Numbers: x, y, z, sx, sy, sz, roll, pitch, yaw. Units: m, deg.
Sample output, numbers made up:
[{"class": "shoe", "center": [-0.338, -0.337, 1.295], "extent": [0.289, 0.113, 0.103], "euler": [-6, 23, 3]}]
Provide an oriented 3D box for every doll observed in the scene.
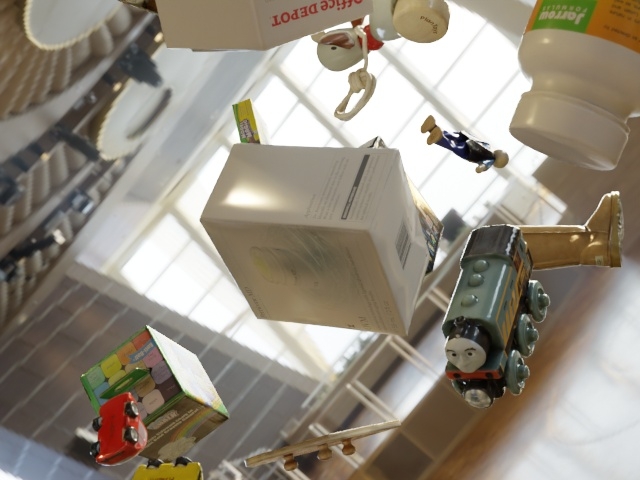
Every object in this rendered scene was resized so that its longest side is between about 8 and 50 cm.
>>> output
[{"class": "doll", "center": [0.277, -0.171, 1.656], "extent": [0.046, 0.189, 0.129], "euler": [-53, 36, 30]}]

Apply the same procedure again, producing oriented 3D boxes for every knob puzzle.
[{"class": "knob puzzle", "center": [-0.014, 0.281, 1.165], "extent": [0.213, 0.030, 0.213], "euler": [-14, -14, -4]}]

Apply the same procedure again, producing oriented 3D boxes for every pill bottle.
[{"class": "pill bottle", "center": [0.259, -0.195, 0.794], "extent": [0.136, 0.136, 0.245], "euler": [50, -118, -87]}]

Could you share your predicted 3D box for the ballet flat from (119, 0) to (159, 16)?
[{"class": "ballet flat", "center": [-0.329, -0.534, 1.943], "extent": [0.123, 0.348, 0.123], "euler": [21, -90, -77]}]

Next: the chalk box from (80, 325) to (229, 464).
[{"class": "chalk box", "center": [-0.254, 0.226, 1.310], "extent": [0.132, 0.132, 0.213], "euler": [-36, -30, 1]}]

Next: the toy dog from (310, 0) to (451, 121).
[{"class": "toy dog", "center": [0.073, -0.360, 1.355], "extent": [0.334, 0.161, 0.220], "euler": [-39, 33, 37]}]

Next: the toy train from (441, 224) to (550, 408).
[{"class": "toy train", "center": [0.295, 0.126, 1.543], "extent": [0.142, 0.190, 0.334], "euler": [-6, 36, 33]}]

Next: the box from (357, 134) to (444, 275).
[{"class": "box", "center": [0.131, -0.059, 1.557], "extent": [0.051, 0.220, 0.175], "euler": [-29, 17, 26]}]

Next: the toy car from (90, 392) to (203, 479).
[{"class": "toy car", "center": [-0.256, 0.316, 1.059], "extent": [0.225, 0.053, 0.239], "euler": [-47, 38, -15]}]

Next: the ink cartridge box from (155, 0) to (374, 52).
[{"class": "ink cartridge box", "center": [-0.086, -0.382, 1.066], "extent": [0.198, 0.270, 0.197], "euler": [-29, 29, -37]}]

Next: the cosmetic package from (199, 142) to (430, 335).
[{"class": "cosmetic package", "center": [0.000, 0.000, 1.137], "extent": [0.224, 0.225, 0.138], "euler": [66, -143, -48]}]

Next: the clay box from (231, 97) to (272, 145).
[{"class": "clay box", "center": [-0.142, -0.198, 2.033], "extent": [0.053, 0.222, 0.127], "euler": [-17, -26, 9]}]

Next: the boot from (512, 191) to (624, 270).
[{"class": "boot", "center": [0.531, -0.021, 1.977], "extent": [0.269, 0.089, 0.236], "euler": [-3, 35, 23]}]
